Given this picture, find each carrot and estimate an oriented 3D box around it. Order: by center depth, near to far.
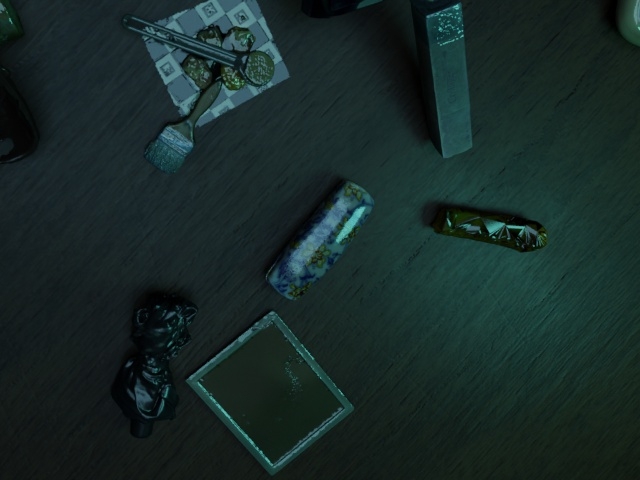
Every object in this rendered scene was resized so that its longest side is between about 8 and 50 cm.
[{"bbox_3d":[0.331,-0.022,1.543,0.228,0.069,0.069,10,99,-14],"label":"carrot"}]

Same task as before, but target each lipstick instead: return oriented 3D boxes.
[{"bbox_3d":[0.213,-0.281,1.372,0.066,0.068,0.317,-23,139,-4],"label":"lipstick"}]

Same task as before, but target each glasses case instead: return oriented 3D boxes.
[{"bbox_3d":[0.000,0.000,1.466,0.087,0.065,0.248,41,90,-17],"label":"glasses case"}]

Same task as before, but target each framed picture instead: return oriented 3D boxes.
[{"bbox_3d":[-0.094,0.296,1.534,0.216,0.016,0.273,-38,107,-3],"label":"framed picture"}]

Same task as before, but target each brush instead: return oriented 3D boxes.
[{"bbox_3d":[-0.203,-0.323,1.328,0.266,0.027,0.062,17,89,-13],"label":"brush"},{"bbox_3d":[-0.228,-0.204,1.372,0.070,0.021,0.196,36,103,-16],"label":"brush"}]

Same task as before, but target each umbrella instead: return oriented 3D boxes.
[{"bbox_3d":[-0.303,0.225,1.426,0.121,0.110,0.273,10,104,-16],"label":"umbrella"}]

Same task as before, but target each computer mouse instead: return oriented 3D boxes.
[{"bbox_3d":[0.671,-0.434,1.526,0.236,0.082,0.145,5,100,-17],"label":"computer mouse"}]

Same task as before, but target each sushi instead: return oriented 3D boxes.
[{"bbox_3d":[-0.176,-0.317,1.368,0.210,0.040,0.193,-27,107,-7],"label":"sushi"}]

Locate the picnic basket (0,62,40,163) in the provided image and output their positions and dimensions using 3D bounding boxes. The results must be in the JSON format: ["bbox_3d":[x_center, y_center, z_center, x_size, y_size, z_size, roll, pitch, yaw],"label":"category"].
[{"bbox_3d":[-0.564,-0.230,1.180,0.222,0.297,0.129,-20,61,-5],"label":"picnic basket"}]

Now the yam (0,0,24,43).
[{"bbox_3d":[-0.577,-0.337,1.235,0.194,0.107,0.107,-22,106,-8],"label":"yam"}]

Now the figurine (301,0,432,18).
[{"bbox_3d":[0.083,-0.466,1.288,0.308,0.308,0.143,-21,119,-8],"label":"figurine"}]
